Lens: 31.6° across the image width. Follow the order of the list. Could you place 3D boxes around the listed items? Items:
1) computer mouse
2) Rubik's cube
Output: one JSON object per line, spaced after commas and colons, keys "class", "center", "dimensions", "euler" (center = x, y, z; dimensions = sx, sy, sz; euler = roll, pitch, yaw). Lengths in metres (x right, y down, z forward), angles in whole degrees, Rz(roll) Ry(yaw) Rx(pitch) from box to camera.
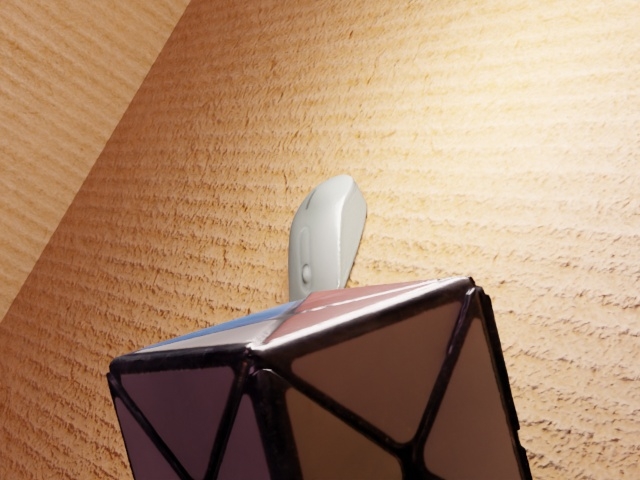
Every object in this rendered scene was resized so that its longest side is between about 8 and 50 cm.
{"class": "computer mouse", "center": [0.000, 0.000, 1.731], "dimensions": [0.128, 0.079, 0.231], "euler": [-24, 45, 47]}
{"class": "Rubik's cube", "center": [0.006, 0.222, 1.162], "dimensions": [0.307, 0.305, 0.310], "euler": [-8, 96, 52]}
